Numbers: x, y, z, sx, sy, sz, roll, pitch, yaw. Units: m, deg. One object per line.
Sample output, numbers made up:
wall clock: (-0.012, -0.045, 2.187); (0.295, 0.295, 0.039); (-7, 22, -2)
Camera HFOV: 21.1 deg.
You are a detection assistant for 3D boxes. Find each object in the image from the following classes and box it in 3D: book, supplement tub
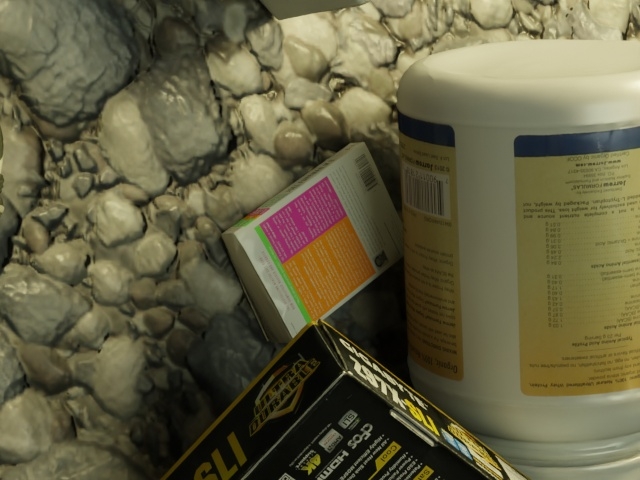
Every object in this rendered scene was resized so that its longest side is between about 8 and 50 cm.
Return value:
book: (0.000, 0.000, 1.312); (0.144, 0.035, 0.096); (-35, 109, -33)
supplement tub: (0.176, 0.017, 1.306); (0.228, 0.228, 0.316); (-14, 109, -36)

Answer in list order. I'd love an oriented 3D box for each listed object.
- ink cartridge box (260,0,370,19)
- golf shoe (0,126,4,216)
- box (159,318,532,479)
ink cartridge box: (-0.034, -0.322, 1.238); (0.273, 0.114, 0.197); (45, 64, -26)
golf shoe: (-0.316, -0.082, 1.052); (0.273, 0.105, 0.120); (24, 60, -40)
box: (-0.016, 0.246, 1.179); (0.257, 0.079, 0.322); (38, 99, -31)
